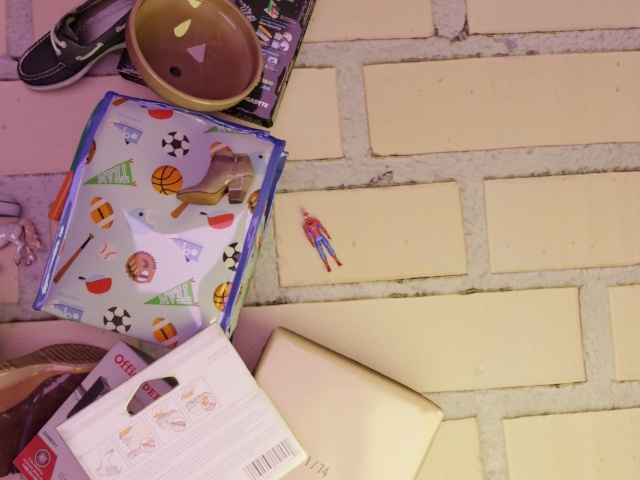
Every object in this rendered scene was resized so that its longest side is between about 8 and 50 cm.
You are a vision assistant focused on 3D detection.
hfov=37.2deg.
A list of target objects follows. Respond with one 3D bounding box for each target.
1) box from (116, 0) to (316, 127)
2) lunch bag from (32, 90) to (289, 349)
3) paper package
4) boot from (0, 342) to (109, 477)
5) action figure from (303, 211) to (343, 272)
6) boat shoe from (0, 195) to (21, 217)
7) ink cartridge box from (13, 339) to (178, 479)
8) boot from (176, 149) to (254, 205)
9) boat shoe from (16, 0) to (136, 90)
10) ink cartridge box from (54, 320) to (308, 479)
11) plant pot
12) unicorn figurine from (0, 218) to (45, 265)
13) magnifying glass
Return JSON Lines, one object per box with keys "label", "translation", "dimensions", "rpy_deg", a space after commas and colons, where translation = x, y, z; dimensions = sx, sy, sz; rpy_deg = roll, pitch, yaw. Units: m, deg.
{"label": "box", "translation": [-0.179, -0.388, 1.721], "dimensions": [0.296, 0.073, 0.293], "rpy_deg": [18, 84, -1]}
{"label": "lunch bag", "translation": [-0.254, -0.031, 1.603], "dimensions": [0.328, 0.239, 0.385], "rpy_deg": [15, 91, -1]}
{"label": "paper package", "translation": [-0.002, 0.346, 1.613], "dimensions": [0.325, 0.168, 0.309], "rpy_deg": [26, 84, 0]}
{"label": "boot", "translation": [-0.475, 0.290, 1.631], "dimensions": [0.249, 0.090, 0.206], "rpy_deg": [-6, 116, -37]}
{"label": "action figure", "translation": [0.000, 0.000, 1.717], "dimensions": [0.038, 0.030, 0.115], "rpy_deg": [-29, 85, -1]}
{"label": "boat shoe", "translation": [-0.632, -0.092, 1.659], "dimensions": [0.226, 0.083, 0.075], "rpy_deg": [10, 85, -2]}
{"label": "ink cartridge box", "translation": [-0.338, 0.333, 1.582], "dimensions": [0.197, 0.114, 0.273], "rpy_deg": [36, 81, 30]}
{"label": "boot", "translation": [-0.165, -0.101, 1.500], "dimensions": [0.119, 0.042, 0.086], "rpy_deg": [4, 67, -6]}
{"label": "boat shoe", "translation": [-0.415, -0.362, 1.658], "dimensions": [0.303, 0.091, 0.114], "rpy_deg": [-28, 70, 11]}
{"label": "ink cartridge box", "translation": [-0.212, 0.313, 1.473], "dimensions": [0.296, 0.066, 0.261], "rpy_deg": [-33, 88, -12]}
{"label": "plant pot", "translation": [-0.225, -0.308, 1.601], "dimensions": [0.237, 0.110, 0.237], "rpy_deg": [14, 61, -26]}
{"label": "unicorn figurine", "translation": [-0.576, 0.004, 1.672], "dimensions": [0.162, 0.060, 0.111], "rpy_deg": [-18, 85, -21]}
{"label": "magnifying glass", "translation": [-0.424, -0.143, 1.683], "dimensions": [0.026, 0.092, 0.230], "rpy_deg": [24, 94, -4]}
